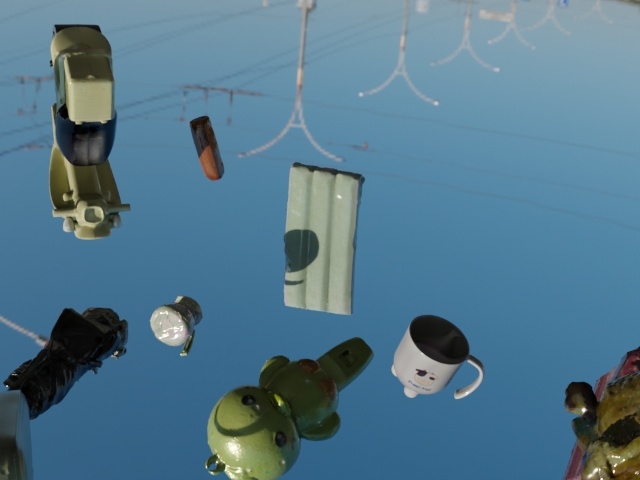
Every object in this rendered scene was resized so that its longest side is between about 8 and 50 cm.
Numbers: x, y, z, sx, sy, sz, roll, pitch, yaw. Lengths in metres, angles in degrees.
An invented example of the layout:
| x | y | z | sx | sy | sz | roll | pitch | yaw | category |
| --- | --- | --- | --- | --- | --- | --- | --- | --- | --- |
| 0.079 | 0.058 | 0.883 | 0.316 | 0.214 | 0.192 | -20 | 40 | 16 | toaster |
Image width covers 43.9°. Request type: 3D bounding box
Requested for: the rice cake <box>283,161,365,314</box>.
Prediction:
| x | y | z | sx | sy | sz | roll | pitch | yaw | category |
| --- | --- | --- | --- | --- | --- | --- | --- | --- | --- |
| 0.000 | 0.000 | 1.248 | 0.127 | 0.237 | 0.043 | 8 | -168 | 10 | rice cake |

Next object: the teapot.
| x | y | z | sx | sy | sz | roll | pitch | yaw | category |
| --- | --- | --- | --- | --- | --- | --- | --- | --- | --- |
| -0.206 | 0.124 | 1.169 | 0.064 | 0.083 | 0.064 | -12 | -165 | 23 | teapot |

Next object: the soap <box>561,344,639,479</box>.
| x | y | z | sx | sy | sz | roll | pitch | yaw | category |
| --- | --- | --- | --- | --- | --- | --- | --- | --- | --- |
| 0.511 | 0.276 | 1.187 | 0.220 | 0.127 | 0.325 | 32 | -126 | 5 | soap |

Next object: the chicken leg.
| x | y | z | sx | sy | sz | roll | pitch | yaw | category |
| --- | --- | --- | --- | --- | --- | --- | --- | --- | --- |
| 0.364 | 0.253 | 0.740 | 0.212 | 0.140 | 0.361 | -19 | -155 | 11 | chicken leg |

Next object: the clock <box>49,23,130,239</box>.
| x | y | z | sx | sy | sz | roll | pitch | yaw | category |
| --- | --- | --- | --- | --- | --- | --- | --- | --- | --- |
| -0.391 | -0.160 | 1.301 | 0.120 | 0.379 | 0.276 | -7 | -138 | -20 | clock |

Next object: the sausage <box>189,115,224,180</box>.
| x | y | z | sx | sy | sz | roll | pitch | yaw | category |
| --- | --- | --- | --- | --- | --- | --- | --- | --- | --- |
| -0.215 | -0.173 | 1.514 | 0.039 | 0.131 | 0.041 | -1 | -146 | 17 | sausage |

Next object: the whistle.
| x | y | z | sx | sy | sz | roll | pitch | yaw | category |
| --- | --- | --- | --- | --- | --- | --- | --- | --- | --- |
| -0.036 | 0.216 | 1.075 | 0.294 | 0.141 | 0.141 | -39 | -138 | -22 | whistle |

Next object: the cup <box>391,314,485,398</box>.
| x | y | z | sx | sy | sz | roll | pitch | yaw | category |
| --- | --- | --- | --- | --- | --- | --- | --- | --- | --- |
| 0.240 | 0.254 | 1.669 | 0.174 | 0.142 | 0.134 | 7 | -140 | -20 | cup |

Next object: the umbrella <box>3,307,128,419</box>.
| x | y | z | sx | sy | sz | roll | pitch | yaw | category |
| --- | --- | --- | --- | --- | --- | --- | --- | --- | --- |
| -0.431 | 0.204 | 1.335 | 0.113 | 0.106 | 0.357 | 20 | -161 | 5 | umbrella |

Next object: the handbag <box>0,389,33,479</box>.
| x | y | z | sx | sy | sz | roll | pitch | yaw | category |
| --- | --- | --- | --- | --- | --- | --- | --- | --- | --- |
| -0.322 | 0.280 | 0.798 | 0.079 | 0.219 | 0.256 | -8 | -174 | -19 | handbag |
